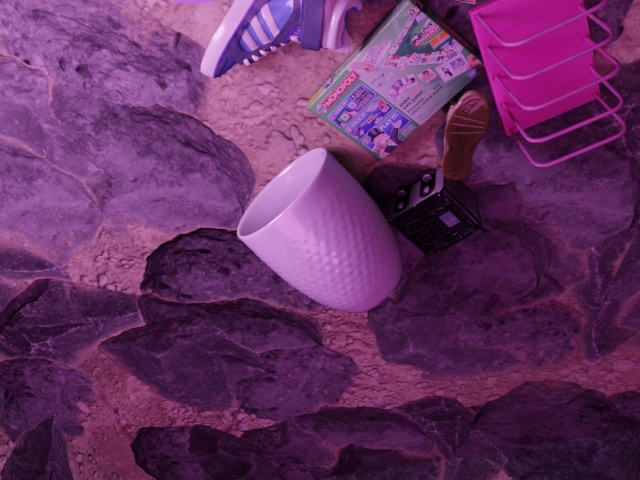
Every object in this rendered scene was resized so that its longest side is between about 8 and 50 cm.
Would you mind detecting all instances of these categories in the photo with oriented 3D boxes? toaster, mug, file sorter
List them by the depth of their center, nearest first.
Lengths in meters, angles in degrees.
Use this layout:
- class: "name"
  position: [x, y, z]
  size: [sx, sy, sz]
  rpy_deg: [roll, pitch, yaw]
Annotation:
- class: "file sorter"
  position: [0.434, -0.312, 1.266]
  size: [0.202, 0.182, 0.290]
  rpy_deg: [-23, 128, 9]
- class: "mug"
  position: [0.000, 0.000, 1.591]
  size: [0.328, 0.276, 0.374]
  rpy_deg: [44, 162, -20]
- class: "toaster"
  position: [0.275, -0.064, 1.598]
  size: [0.168, 0.110, 0.186]
  rpy_deg: [-32, 122, 33]

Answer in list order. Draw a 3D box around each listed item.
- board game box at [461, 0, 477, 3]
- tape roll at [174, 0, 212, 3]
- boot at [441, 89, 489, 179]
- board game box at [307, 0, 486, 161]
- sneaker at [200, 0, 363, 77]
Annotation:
- class: "board game box"
  position: [0.222, -0.515, 1.219]
  size: [0.171, 0.048, 0.141]
  rpy_deg: [12, 136, -5]
- class: "tape roll"
  position: [-0.237, -0.567, 1.200]
  size: [0.275, 0.090, 0.274]
  rpy_deg: [3, 133, 4]
- class: "boot"
  position: [0.293, -0.250, 1.380]
  size: [0.077, 0.165, 0.213]
  rpy_deg: [10, 140, 5]
- class: "board game box"
  position: [0.153, -0.326, 1.409]
  size: [0.214, 0.046, 0.317]
  rpy_deg: [33, 129, -22]
- class: "sneaker"
  position: [-0.065, -0.392, 1.314]
  size: [0.236, 0.130, 0.322]
  rpy_deg: [31, 124, -15]
